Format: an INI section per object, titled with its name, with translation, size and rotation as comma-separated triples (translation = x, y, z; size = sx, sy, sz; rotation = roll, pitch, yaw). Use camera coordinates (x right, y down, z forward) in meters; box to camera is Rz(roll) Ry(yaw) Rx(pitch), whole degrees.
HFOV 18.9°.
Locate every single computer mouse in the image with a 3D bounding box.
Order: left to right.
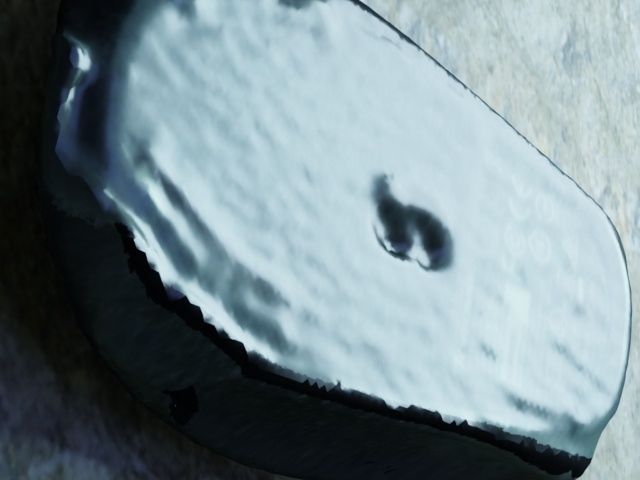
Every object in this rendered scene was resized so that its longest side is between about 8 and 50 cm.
[computer mouse]
translation = -0.003, 0.002, 0.831
size = 0.374, 0.114, 0.203
rotation = 31, 62, -41
